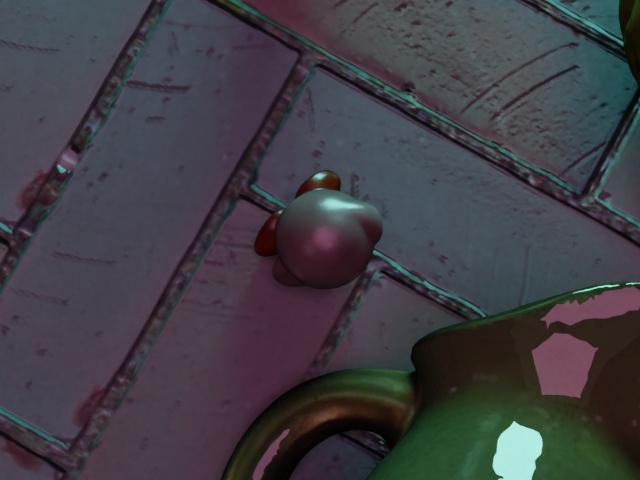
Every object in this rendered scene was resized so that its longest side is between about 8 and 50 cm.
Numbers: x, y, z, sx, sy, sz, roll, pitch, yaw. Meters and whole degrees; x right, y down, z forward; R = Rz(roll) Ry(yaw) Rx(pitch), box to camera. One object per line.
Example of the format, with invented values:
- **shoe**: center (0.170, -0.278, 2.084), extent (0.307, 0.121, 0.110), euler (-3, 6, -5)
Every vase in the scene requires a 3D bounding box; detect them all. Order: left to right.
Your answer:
- **vase**: center (0.081, 0.180, 0.723), extent (0.329, 0.241, 0.302), euler (6, 71, 24)

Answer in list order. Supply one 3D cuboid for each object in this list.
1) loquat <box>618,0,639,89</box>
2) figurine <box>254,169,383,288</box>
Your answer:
- **loquat**: center (0.312, -0.144, 0.728), extent (0.244, 0.244, 0.244), euler (0, 85, -2)
- **figurine**: center (0.000, 0.000, 0.792), extent (0.071, 0.067, 0.083), euler (45, 101, 22)
